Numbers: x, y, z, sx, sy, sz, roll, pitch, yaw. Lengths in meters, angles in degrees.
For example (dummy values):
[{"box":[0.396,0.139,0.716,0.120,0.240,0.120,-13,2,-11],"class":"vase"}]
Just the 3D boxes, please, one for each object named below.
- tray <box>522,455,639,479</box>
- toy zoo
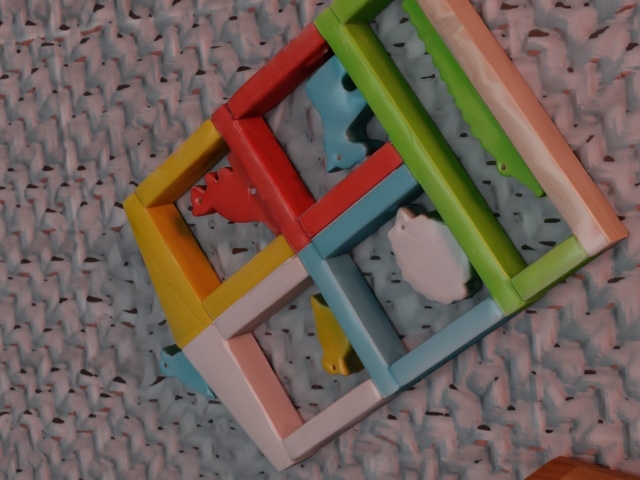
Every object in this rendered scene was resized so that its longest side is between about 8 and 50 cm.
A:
[{"box":[0.176,0.332,0.592,0.203,0.076,0.411,12,105,32],"class":"tray"},{"box":[0.000,0.000,0.678,0.293,0.030,0.192,-39,76,32],"class":"toy zoo"}]
